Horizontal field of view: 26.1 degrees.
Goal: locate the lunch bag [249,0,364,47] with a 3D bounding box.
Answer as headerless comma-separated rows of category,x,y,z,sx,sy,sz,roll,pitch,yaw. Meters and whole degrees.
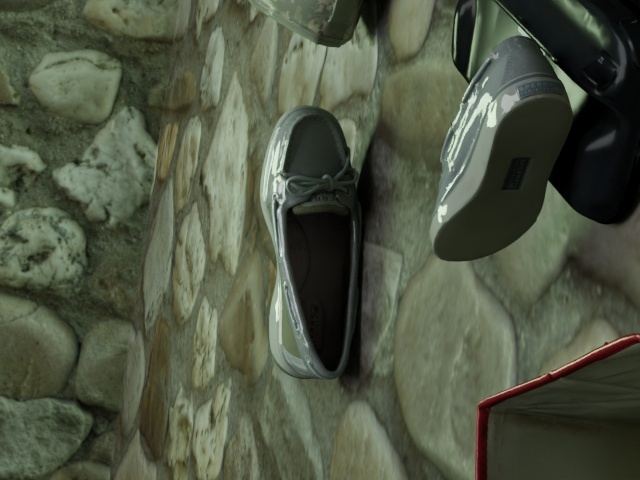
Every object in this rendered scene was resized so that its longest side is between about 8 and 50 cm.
lunch bag,-0.003,-0.403,1.691,0.287,0.169,0.235,-115,39,-49

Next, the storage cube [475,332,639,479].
storage cube,0.200,0.163,0.678,0.183,0.193,0.215,137,139,-65

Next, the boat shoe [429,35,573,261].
boat shoe,0.134,-0.068,1.065,0.227,0.079,0.081,108,157,-55

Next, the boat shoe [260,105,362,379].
boat shoe,-0.002,0.001,1.595,0.103,0.118,0.320,174,99,-67

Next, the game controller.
game controller,0.180,-0.148,1.102,0.319,0.067,0.166,-116,20,-54
